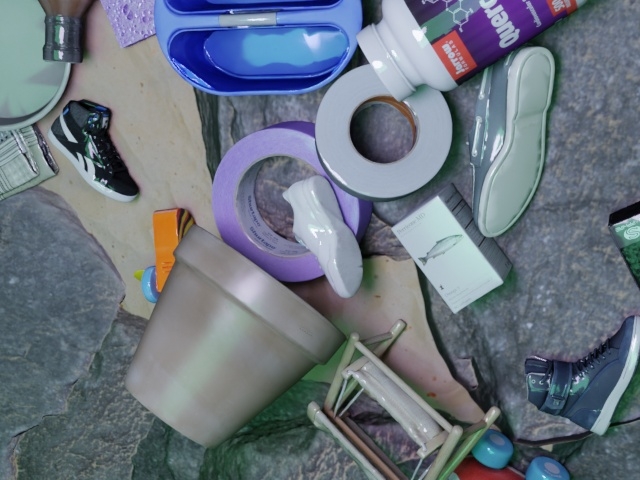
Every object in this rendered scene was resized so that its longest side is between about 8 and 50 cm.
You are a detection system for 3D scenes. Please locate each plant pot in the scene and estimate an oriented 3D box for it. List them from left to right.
[{"bbox_3d":[-0.164,0.178,1.485,0.323,0.323,0.280,35,83,7],"label":"plant pot"}]

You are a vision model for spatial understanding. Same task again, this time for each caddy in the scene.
[{"bbox_3d":[-0.095,-0.359,1.447,0.342,0.179,0.241,0,106,12],"label":"caddy"}]

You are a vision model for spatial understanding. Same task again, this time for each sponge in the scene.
[{"bbox_3d":[-0.289,-0.433,1.594,0.210,0.031,0.117,-17,100,24],"label":"sponge"}]

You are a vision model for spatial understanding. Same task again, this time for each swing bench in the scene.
[{"bbox_3d":[0.126,0.319,1.557,0.253,0.165,0.254,41,117,27],"label":"swing bench"}]

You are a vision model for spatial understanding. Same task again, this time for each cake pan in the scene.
[{"bbox_3d":[-0.604,-0.354,1.686,0.293,0.054,0.293,1,102,5],"label":"cake pan"}]

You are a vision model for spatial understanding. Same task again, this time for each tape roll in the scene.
[{"bbox_3d":[-0.050,-0.069,1.586,0.275,0.090,0.274,6,108,18],"label":"tape roll"},{"bbox_3d":[0.100,-0.173,1.456,0.219,0.072,0.219,0,86,-2],"label":"tape roll"}]

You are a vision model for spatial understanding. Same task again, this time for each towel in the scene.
[{"bbox_3d":[-0.714,-0.219,1.802,0.324,0.056,0.312,-21,98,23],"label":"towel"}]

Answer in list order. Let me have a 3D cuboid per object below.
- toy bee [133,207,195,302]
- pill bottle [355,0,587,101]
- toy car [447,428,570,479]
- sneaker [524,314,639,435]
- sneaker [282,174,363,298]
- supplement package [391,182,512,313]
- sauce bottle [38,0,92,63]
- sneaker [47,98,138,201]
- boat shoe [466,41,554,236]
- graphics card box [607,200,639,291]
[{"bbox_3d":[-0.269,0.095,1.701,0.195,0.162,0.298,18,87,23],"label":"toy bee"},{"bbox_3d":[0.220,-0.344,1.326,0.323,0.181,0.181,-33,93,15],"label":"pill bottle"},{"bbox_3d":[0.296,0.492,1.548,0.210,0.238,0.219,27,113,11],"label":"toy car"},{"bbox_3d":[0.432,0.205,1.495,0.164,0.086,0.226,21,113,10],"label":"sneaker"},{"bbox_3d":[0.000,0.000,1.508,0.094,0.080,0.212,-18,93,36],"label":"sneaker"},{"bbox_3d":[0.221,0.011,1.502,0.105,0.105,0.179,-37,91,26],"label":"supplement package"},{"bbox_3d":[-0.448,-0.488,1.579,0.112,0.111,0.344,9,105,17],"label":"sauce bottle"},{"bbox_3d":[-0.413,-0.179,1.689,0.217,0.079,0.121,41,117,6],"label":"sneaker"},{"bbox_3d":[0.292,-0.163,1.444,0.099,0.116,0.319,36,128,48],"label":"boat shoe"},{"bbox_3d":[0.629,0.082,1.381,0.233,0.094,0.370,-27,97,25],"label":"graphics card box"}]
